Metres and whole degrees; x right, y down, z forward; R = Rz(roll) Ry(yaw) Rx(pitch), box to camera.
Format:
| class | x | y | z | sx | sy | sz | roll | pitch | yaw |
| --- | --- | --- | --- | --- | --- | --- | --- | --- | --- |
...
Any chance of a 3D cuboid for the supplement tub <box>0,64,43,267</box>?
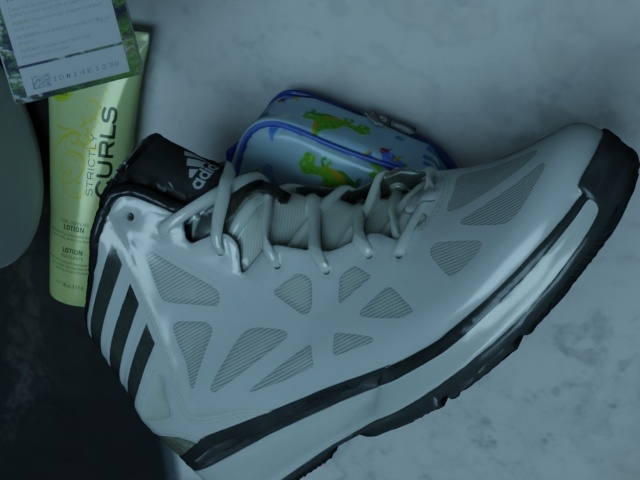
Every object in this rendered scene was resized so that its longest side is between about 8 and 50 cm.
| class | x | y | z | sx | sy | sz | roll | pitch | yaw |
| --- | --- | --- | --- | --- | --- | --- | --- | --- | --- |
| supplement tub | -0.410 | -0.039 | 1.260 | 0.316 | 0.228 | 0.228 | -13 | 110 | 23 |

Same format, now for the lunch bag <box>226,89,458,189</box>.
| class | x | y | z | sx | sy | sz | roll | pitch | yaw |
| --- | --- | --- | --- | --- | --- | --- | --- | --- | --- |
| lunch bag | 0.000 | 0.000 | 1.220 | 0.176 | 0.090 | 0.219 | 21 | 119 | 7 |

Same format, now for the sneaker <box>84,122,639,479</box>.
| class | x | y | z | sx | sy | sz | roll | pitch | yaw |
| --- | --- | --- | --- | --- | --- | --- | --- | --- | --- |
| sneaker | -0.013 | 0.004 | 1.076 | 0.257 | 0.169 | 0.447 | 47 | 124 | -8 |

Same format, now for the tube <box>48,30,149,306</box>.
| class | x | y | z | sx | sy | sz | roll | pitch | yaw |
| --- | --- | --- | --- | --- | --- | --- | --- | --- | --- |
| tube | -0.192 | -0.064 | 1.276 | 0.070 | 0.062 | 0.240 | -4 | 115 | -24 |

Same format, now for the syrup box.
| class | x | y | z | sx | sy | sz | roll | pitch | yaw |
| --- | --- | --- | --- | --- | --- | --- | --- | --- | --- |
| syrup box | -0.193 | -0.221 | 1.032 | 0.093 | 0.096 | 0.237 | -15 | 123 | -5 |
